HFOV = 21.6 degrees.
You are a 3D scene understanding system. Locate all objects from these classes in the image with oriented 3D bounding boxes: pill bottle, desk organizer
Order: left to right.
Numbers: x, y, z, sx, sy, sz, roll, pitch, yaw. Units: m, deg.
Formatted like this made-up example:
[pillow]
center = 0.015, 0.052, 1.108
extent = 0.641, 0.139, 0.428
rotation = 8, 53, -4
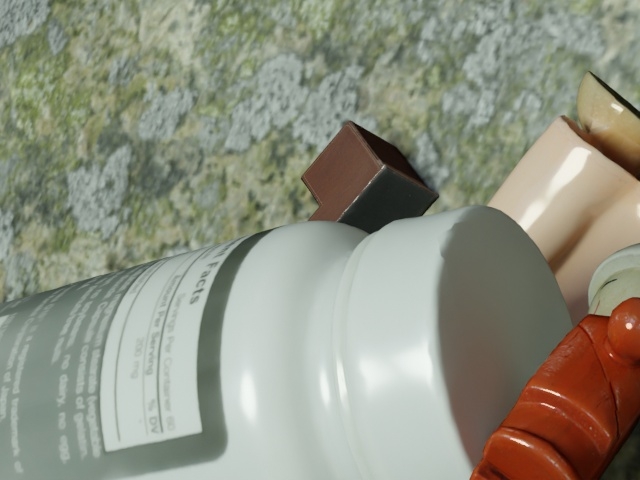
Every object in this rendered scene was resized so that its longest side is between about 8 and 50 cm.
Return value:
[pill bottle]
center = -0.037, 0.082, 0.738
extent = 0.283, 0.161, 0.161
rotation = -14, 62, 31
[desk organizer]
center = 0.000, 0.000, 0.950
extent = 0.130, 0.047, 0.050
rotation = -49, 43, 16

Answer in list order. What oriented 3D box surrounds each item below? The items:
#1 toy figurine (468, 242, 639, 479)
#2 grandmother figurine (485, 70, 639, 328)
[toy figurine]
center = 0.183, 0.101, 0.602
extent = 0.209, 0.213, 0.148
rotation = -10, 24, 44
[grandmother figurine]
center = 0.053, 0.076, 0.830
extent = 0.342, 0.104, 0.208
rotation = -49, 37, 13
